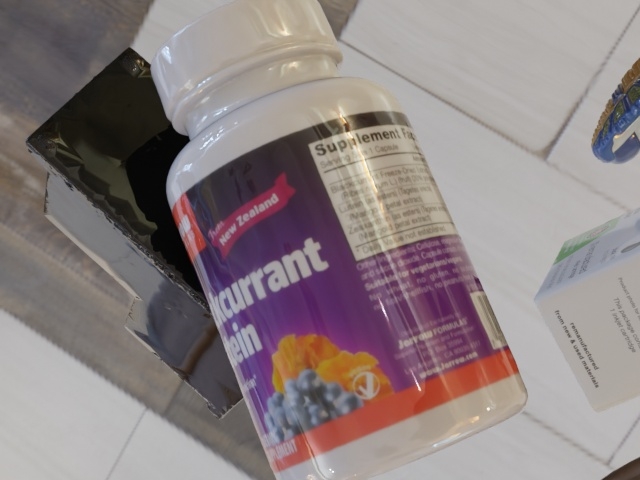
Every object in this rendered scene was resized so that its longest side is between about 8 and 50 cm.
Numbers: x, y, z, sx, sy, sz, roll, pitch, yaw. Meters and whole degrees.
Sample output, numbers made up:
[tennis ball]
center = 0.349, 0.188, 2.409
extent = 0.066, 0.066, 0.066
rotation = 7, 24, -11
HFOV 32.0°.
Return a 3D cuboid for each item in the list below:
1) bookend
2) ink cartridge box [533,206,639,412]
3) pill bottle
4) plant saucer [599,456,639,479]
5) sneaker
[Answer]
[bookend]
center = -0.074, 0.006, 0.588
extent = 0.156, 0.157, 0.072
rotation = 41, 66, 1
[ink cartridge box]
center = 0.358, 0.014, 0.992
extent = 0.289, 0.211, 0.122
rotation = -28, 94, 24
[pill bottle]
center = 0.000, 0.000, 0.464
extent = 0.108, 0.108, 0.194
rotation = -26, 79, 17
[plant saucer]
center = 0.224, 0.229, 0.537
extent = 0.277, 0.041, 0.278
rotation = 1, 96, 12
[sneaker]
center = 0.417, -0.172, 1.172
extent = 0.131, 0.112, 0.296
rotation = 34, 119, -12
